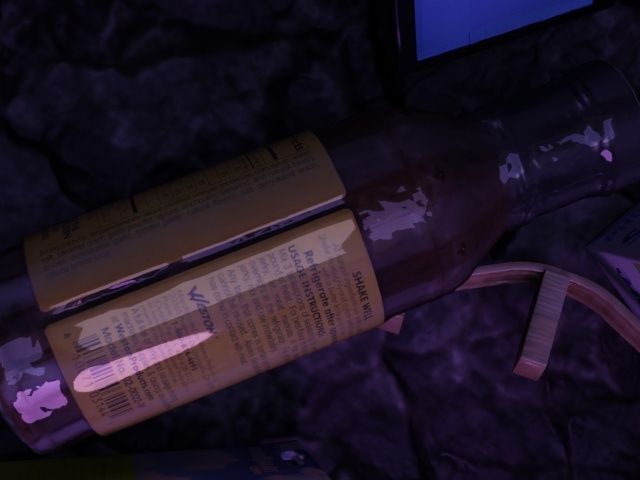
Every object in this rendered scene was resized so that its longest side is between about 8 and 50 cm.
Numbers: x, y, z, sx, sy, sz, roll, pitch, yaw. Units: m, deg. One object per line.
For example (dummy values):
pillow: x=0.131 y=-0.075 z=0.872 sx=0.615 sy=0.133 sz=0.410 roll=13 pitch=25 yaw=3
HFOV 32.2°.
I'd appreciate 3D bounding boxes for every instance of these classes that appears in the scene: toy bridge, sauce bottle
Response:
toy bridge: x=0.123 y=0.045 z=0.617 sx=0.188 sy=0.026 sz=0.063 roll=19 pitch=63 yaw=6
sauce bottle: x=0.000 y=0.000 z=0.565 sx=0.344 sy=0.111 sz=0.111 roll=-20 pitch=99 yaw=-6

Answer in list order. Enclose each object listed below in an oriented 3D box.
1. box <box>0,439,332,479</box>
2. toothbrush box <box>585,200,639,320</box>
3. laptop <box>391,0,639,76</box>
box: x=-0.090 y=0.137 z=0.566 sx=0.178 sy=0.109 sz=0.042 roll=-2 pitch=92 yaw=-11
toothbrush box: x=0.295 y=-0.003 z=0.540 sx=0.206 sy=0.283 sz=0.122 roll=-40 pitch=100 yaw=-4
laptop: x=0.176 y=-0.201 z=0.527 sx=0.264 sy=0.136 sz=0.234 roll=8 pitch=124 yaw=21
